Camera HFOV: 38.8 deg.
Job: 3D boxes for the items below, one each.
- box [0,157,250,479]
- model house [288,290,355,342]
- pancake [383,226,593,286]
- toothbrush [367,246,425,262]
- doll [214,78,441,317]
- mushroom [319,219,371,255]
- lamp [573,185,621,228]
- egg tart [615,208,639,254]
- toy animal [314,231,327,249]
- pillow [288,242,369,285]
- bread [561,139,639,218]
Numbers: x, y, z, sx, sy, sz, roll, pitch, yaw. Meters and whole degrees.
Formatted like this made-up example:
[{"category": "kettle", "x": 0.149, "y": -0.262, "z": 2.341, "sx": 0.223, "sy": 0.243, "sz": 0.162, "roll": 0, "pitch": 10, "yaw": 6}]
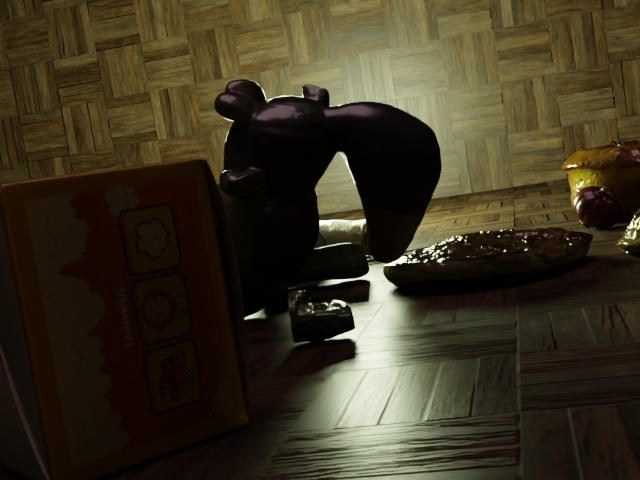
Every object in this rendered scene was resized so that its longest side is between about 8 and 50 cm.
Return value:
[{"category": "box", "x": -0.238, "y": 0.066, "z": 0.883, "sx": 0.214, "sy": 0.259, "sz": 0.284, "roll": -14, "pitch": 8, "yaw": -37}, {"category": "model house", "x": 0.001, "y": 0.097, "z": 1.180, "sx": 0.083, "sy": 0.066, "sz": 0.079, "roll": -8, "pitch": 7, "yaw": 0}, {"category": "pancake", "x": 0.274, "y": 0.025, "z": 1.516, "sx": 0.356, "sy": 0.065, "sz": 0.356, "roll": -8, "pitch": 8, "yaw": 1}, {"category": "toothbrush", "x": 0.139, "y": 0.036, "z": 1.878, "sx": 0.167, "sy": 0.014, "sz": 0.011, "roll": -12, "pitch": 7, "yaw": -8}, {"category": "doll", "x": -0.023, "y": -0.043, "z": 1.434, "sx": 0.379, "sy": 0.382, "sz": 0.252, "roll": 12, "pitch": 20, "yaw": 20}, {"category": "mushroom", "x": 0.000, "y": 0.000, "z": 2.080, "sx": 0.351, "sy": 0.095, "sz": 0.123, "roll": -8, "pitch": 22, "yaw": 33}, {"category": "lamp", "x": 0.564, "y": -0.067, "z": 1.850, "sx": 0.101, "sy": 0.090, "sz": 0.101, "roll": 18, "pitch": 36, "yaw": -13}, {"category": "egg tart", "x": 0.573, "y": -0.023, "z": 1.473, "sx": 0.191, "sy": 0.074, "sz": 0.191, "roll": -9, "pitch": 3, "yaw": 0}, {"category": "toy animal", "x": -0.053, "y": 0.021, "z": 1.918, "sx": 0.125, "sy": 0.127, "sz": 0.251, "roll": -34, "pitch": -2, "yaw": -2}, {"category": "pillow", "x": -0.023, "y": 0.046, "z": 1.644, "sx": 0.218, "sy": 0.033, "sz": 0.130, "roll": -6, "pitch": -31, "yaw": 7}, {"category": "bread", "x": 0.686, "y": -0.136, "z": 1.985, "sx": 0.312, "sy": 0.172, "sz": 0.312, "roll": -4, "pitch": 6, "yaw": 0}]
